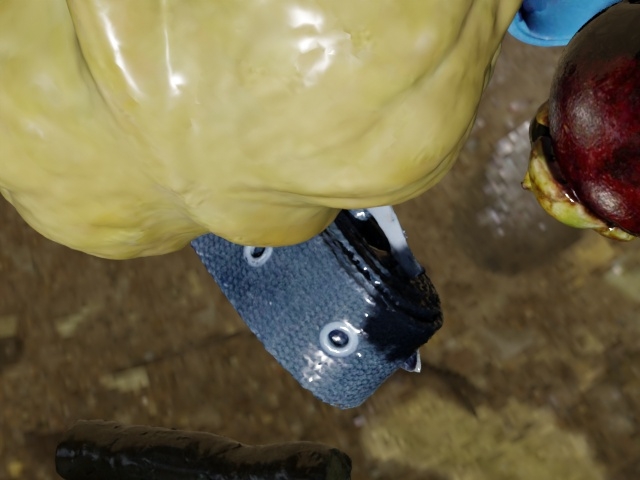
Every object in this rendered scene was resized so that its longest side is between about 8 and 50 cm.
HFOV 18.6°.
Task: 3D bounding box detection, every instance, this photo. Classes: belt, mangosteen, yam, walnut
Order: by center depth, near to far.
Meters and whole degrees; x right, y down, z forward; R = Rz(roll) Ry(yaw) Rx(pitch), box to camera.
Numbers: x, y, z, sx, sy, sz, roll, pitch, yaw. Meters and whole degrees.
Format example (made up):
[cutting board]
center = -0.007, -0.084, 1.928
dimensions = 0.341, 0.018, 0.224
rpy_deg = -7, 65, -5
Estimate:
[walnut]
center = -0.042, -0.129, 0.925
dimensions = 0.282, 0.276, 0.253
rpy_deg = 5, 142, 5
[belt]
center = 0.000, 0.001, 1.382
dimensions = 0.128, 0.218, 0.122
rpy_deg = -45, 151, 21
[mangosteen]
center = 0.237, -0.075, 1.425
dimensions = 0.194, 0.194, 0.230
rpy_deg = 29, 133, -26
[yam]
center = -0.097, 0.174, 1.516
dimensions = 0.253, 0.061, 0.061
rpy_deg = 4, 126, 28

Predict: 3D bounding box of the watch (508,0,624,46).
[watch]
center = 0.285, -0.312, 1.799
dimensions = 0.275, 0.241, 0.305
rpy_deg = -11, 153, -22
